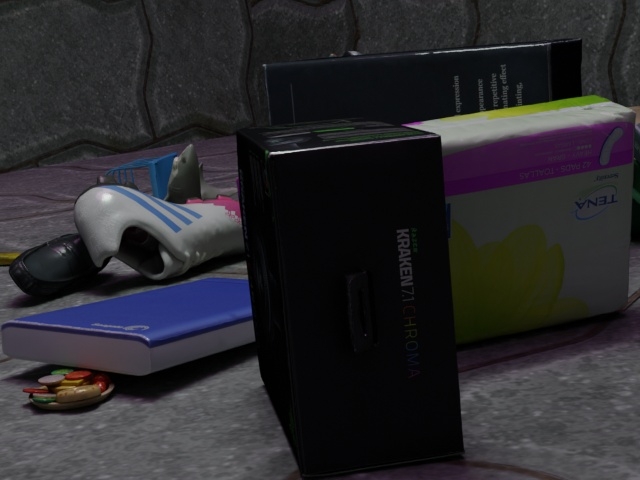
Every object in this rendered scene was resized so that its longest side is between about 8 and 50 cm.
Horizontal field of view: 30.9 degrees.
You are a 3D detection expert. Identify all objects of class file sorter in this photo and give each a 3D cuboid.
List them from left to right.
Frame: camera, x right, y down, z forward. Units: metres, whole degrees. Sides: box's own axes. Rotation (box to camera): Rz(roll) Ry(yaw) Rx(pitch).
[{"bbox_3d":[-0.342,-0.099,2.273,0.104,0.118,0.170,-7,9,9],"label":"file sorter"}]

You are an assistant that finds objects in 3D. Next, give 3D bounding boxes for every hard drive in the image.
[{"bbox_3d":[-0.151,0.085,1.258,0.210,0.040,0.318,2,8,35],"label":"hard drive"}]

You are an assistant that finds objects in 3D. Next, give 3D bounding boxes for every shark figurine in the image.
[{"bbox_3d":[-0.226,-0.070,2.197,0.116,0.166,0.278,22,-4,8],"label":"shark figurine"}]

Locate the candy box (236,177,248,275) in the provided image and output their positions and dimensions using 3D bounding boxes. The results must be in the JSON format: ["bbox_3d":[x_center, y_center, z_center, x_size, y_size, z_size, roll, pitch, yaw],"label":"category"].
[{"bbox_3d":[0.000,0.000,1.395,0.071,0.159,0.233,-15,13,-39],"label":"candy box"}]

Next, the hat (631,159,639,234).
[{"bbox_3d":[0.416,-0.019,1.703,0.208,0.184,0.173,46,26,19],"label":"hat"}]

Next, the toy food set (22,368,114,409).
[{"bbox_3d":[-0.238,0.141,1.098,0.082,0.020,0.083,-2,11,17],"label":"toy food set"}]

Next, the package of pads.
[{"bbox_3d":[0.181,-0.013,1.186,0.296,0.229,0.101,-11,21,-20],"label":"package of pads"}]

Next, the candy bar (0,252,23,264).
[{"bbox_3d":[-0.526,0.031,1.888,0.161,0.018,0.040,-2,7,16],"label":"candy bar"}]

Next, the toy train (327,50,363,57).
[{"bbox_3d":[-0.007,-0.190,2.108,0.142,0.334,0.190,29,11,-3],"label":"toy train"}]

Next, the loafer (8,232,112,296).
[{"bbox_3d":[-0.357,0.024,1.629,0.078,0.076,0.223,-40,-5,19],"label":"loafer"}]

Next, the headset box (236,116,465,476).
[{"bbox_3d":[0.018,0.032,0.950,0.131,0.247,0.283,-7,11,-9],"label":"headset box"}]

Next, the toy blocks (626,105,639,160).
[{"bbox_3d":[0.674,-0.173,2.126,0.381,0.191,0.261,-6,21,-2],"label":"toy blocks"}]

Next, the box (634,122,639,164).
[{"bbox_3d":[0.574,-0.103,1.644,0.183,0.059,0.233,-14,40,-7],"label":"box"}]

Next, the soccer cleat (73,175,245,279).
[{"bbox_3d":[-0.207,0.005,1.681,0.331,0.143,0.116,9,-42,-41],"label":"soccer cleat"}]

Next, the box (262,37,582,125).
[{"bbox_3d":[0.150,-0.113,1.586,0.395,0.294,0.212,0,10,23],"label":"box"}]
